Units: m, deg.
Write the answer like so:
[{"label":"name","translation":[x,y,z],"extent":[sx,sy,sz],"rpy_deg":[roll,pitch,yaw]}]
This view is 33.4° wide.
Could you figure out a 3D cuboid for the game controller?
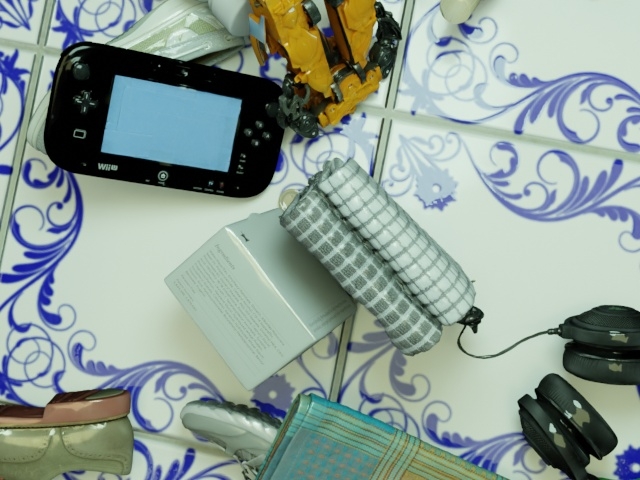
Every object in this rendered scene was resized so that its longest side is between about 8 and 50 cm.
[{"label":"game controller","translation":[-0.196,-0.152,1.388],"extent":[0.319,0.067,0.166],"rpy_deg":[8,92,-27]}]

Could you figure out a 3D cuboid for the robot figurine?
[{"label":"robot figurine","translation":[0.003,-0.260,1.358],"extent":[0.211,0.291,0.085],"rpy_deg":[-40,60,-11]}]

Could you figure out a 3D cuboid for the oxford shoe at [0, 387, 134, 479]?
[{"label":"oxford shoe","translation":[-0.420,0.284,1.422],"extent":[0.348,0.123,0.130],"rpy_deg":[-8,92,4]}]

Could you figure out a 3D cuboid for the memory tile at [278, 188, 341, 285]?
[{"label":"memory tile","translation":[0.000,0.000,1.465],"extent":[0.113,0.012,0.148],"rpy_deg":[-4,88,3]}]

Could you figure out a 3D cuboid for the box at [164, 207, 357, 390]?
[{"label":"box","translation":[-0.072,0.070,1.370],"extent":[0.119,0.181,0.182],"rpy_deg":[-40,85,21]}]

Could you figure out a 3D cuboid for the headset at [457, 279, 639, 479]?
[{"label":"headset","translation":[0.340,0.181,1.398],"extent":[0.394,0.185,0.243],"rpy_deg":[29,93,-11]}]

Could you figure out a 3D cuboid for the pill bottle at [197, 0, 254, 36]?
[{"label":"pill bottle","translation":[-0.150,-0.413,1.372],"extent":[0.161,0.161,0.283],"rpy_deg":[-39,82,1]}]

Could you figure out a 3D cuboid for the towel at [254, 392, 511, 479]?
[{"label":"towel","translation":[0.081,0.378,1.373],"extent":[0.370,0.040,0.271],"rpy_deg":[25,98,-9]}]

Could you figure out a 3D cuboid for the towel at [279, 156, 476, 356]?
[{"label":"towel","translation":[0.065,0.011,1.322],"extent":[0.121,0.284,0.235],"rpy_deg":[-44,94,6]}]

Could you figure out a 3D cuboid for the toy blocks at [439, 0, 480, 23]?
[{"label":"toy blocks","translation":[0.153,-0.494,1.368],"extent":[0.288,0.309,0.260],"rpy_deg":[26,47,12]}]

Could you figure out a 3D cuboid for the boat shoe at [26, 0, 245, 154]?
[{"label":"boat shoe","translation":[-0.253,-0.212,1.440],"extent":[0.320,0.118,0.103],"rpy_deg":[-38,81,-6]}]

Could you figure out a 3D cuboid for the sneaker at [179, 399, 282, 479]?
[{"label":"sneaker","translation":[-0.066,0.301,1.407],"extent":[0.281,0.105,0.115],"rpy_deg":[27,89,4]}]
